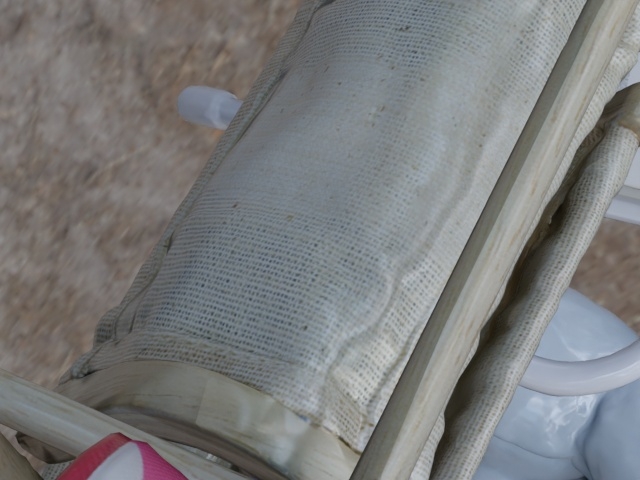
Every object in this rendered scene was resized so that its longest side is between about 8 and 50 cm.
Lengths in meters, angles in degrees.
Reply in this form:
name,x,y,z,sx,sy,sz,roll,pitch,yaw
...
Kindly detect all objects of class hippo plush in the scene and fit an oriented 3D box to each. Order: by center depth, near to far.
name,x,y,z,sx,sy,sz,roll,pitch,yaw
hippo plush,0.156,0.123,1.030,0.236,0.294,0.234,15,40,23

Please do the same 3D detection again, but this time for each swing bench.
name,x,y,z,sx,sy,sz,roll,pitch,yaw
swing bench,0.000,0.000,0.611,0.165,0.255,0.253,23,65,14

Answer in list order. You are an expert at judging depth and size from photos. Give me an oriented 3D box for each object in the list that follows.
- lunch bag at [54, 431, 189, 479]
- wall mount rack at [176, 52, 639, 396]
name,x,y,z,sx,sy,sz,roll,pitch,yaw
lunch bag,-0.067,0.192,0.368,0.120,0.293,0.258,29,66,5
wall mount rack,0.088,-0.124,0.823,0.304,0.130,0.350,14,94,12
